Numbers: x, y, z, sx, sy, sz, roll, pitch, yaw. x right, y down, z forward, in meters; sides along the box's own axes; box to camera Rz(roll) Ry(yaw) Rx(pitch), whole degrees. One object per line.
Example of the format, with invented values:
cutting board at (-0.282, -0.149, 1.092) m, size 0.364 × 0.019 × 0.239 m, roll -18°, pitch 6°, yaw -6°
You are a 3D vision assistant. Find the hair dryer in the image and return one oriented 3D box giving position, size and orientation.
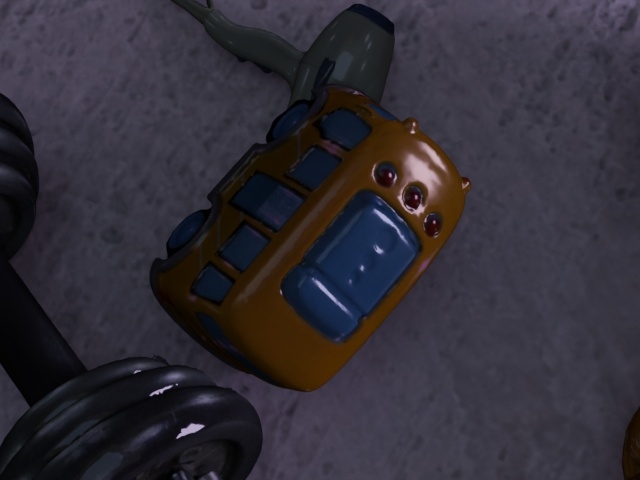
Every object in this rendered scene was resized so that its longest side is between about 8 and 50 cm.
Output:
hair dryer at (-0.053, -0.108, 0.829) m, size 0.199 × 0.067 × 0.167 m, roll 13°, pitch 83°, yaw 18°

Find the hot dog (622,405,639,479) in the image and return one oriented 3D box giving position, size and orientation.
hot dog at (0.301, 0.200, 0.680) m, size 0.257 × 0.150 × 0.153 m, roll 26°, pitch 71°, yaw 9°

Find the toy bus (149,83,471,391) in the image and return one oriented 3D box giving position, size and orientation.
toy bus at (0.000, 0.000, 0.730) m, size 0.209 × 0.136 × 0.126 m, roll -49°, pitch 116°, yaw -7°

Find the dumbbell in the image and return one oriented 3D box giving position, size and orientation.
dumbbell at (-0.195, 0.057, 0.702) m, size 0.179 × 0.179 × 0.406 m, roll -39°, pitch 66°, yaw -5°
